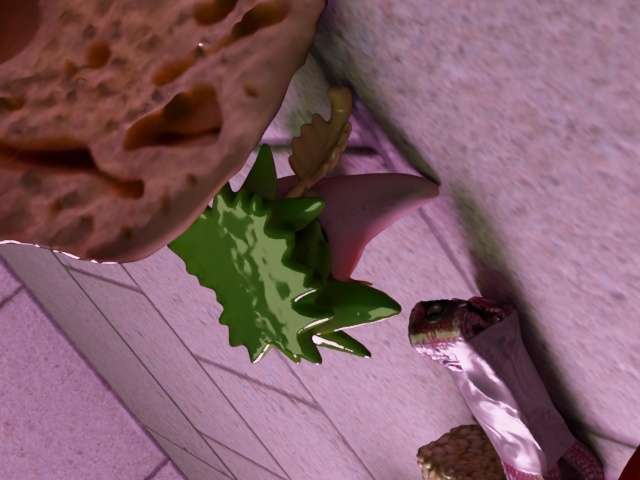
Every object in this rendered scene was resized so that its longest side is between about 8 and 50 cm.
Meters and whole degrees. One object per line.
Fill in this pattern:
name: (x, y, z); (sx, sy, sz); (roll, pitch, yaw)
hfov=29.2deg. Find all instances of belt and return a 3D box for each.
belt: (0.138, 0.117, 0.873); (0.053, 0.071, 0.232); (12, 144, 49)

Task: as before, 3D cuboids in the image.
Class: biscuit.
biscuit: (0.152, 0.212, 0.995); (0.168, 0.082, 0.070); (26, 137, 47)

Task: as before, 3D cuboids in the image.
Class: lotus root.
lotus root: (-0.148, -0.168, 0.691); (0.250, 0.316, 0.316); (49, 167, 42)

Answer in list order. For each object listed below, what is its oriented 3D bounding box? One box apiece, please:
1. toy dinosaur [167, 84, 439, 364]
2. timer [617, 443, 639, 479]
toy dinosaur: (0.005, 0.005, 0.847); (0.152, 0.177, 0.194); (51, 133, 4)
timer: (0.263, 0.174, 0.380); (0.378, 0.279, 0.378); (38, 158, 19)
